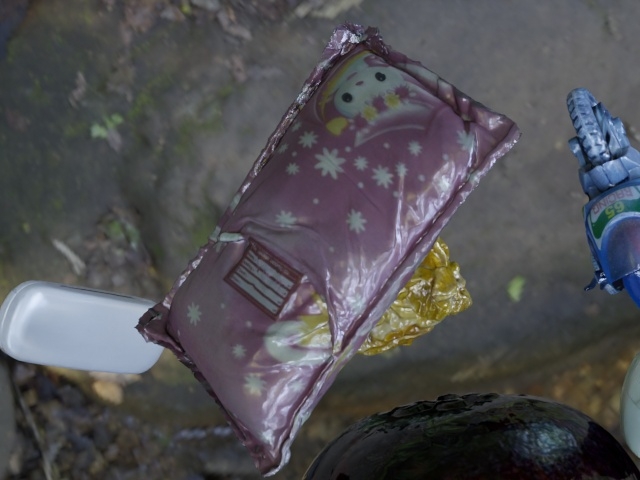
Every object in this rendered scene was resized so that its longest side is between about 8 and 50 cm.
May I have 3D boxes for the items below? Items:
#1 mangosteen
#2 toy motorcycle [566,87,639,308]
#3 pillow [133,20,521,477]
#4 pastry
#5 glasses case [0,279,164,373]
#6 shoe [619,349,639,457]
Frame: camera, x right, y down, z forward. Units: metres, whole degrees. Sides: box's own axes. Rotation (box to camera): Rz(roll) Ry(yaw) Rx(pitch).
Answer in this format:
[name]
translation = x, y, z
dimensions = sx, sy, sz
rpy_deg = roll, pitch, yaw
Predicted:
[mangosteen]
translation = 0.116, 0.261, 1.107
dimensions = 0.300, 0.300, 0.300
rpy_deg = -12, 125, -18
[toy motorcycle]
translation = 0.221, 0.021, 0.916
dimensions = 0.092, 0.135, 0.254
rpy_deg = -26, 118, 18
[pillow]
translation = 0.000, 0.000, 0.631
dimensions = 0.185, 0.118, 0.043
rpy_deg = -52, 144, 0
[pastry]
translation = 0.037, -0.014, 1.365
dimensions = 0.154, 0.250, 0.102
rpy_deg = -21, 152, -17
[glasses case]
translation = -0.185, 0.070, 1.131
dimensions = 0.164, 0.041, 0.063
rpy_deg = 13, 96, -49
[shoe]
translation = 0.308, 0.109, 1.145
dimensions = 0.095, 0.110, 0.265
rpy_deg = 28, 129, 5
